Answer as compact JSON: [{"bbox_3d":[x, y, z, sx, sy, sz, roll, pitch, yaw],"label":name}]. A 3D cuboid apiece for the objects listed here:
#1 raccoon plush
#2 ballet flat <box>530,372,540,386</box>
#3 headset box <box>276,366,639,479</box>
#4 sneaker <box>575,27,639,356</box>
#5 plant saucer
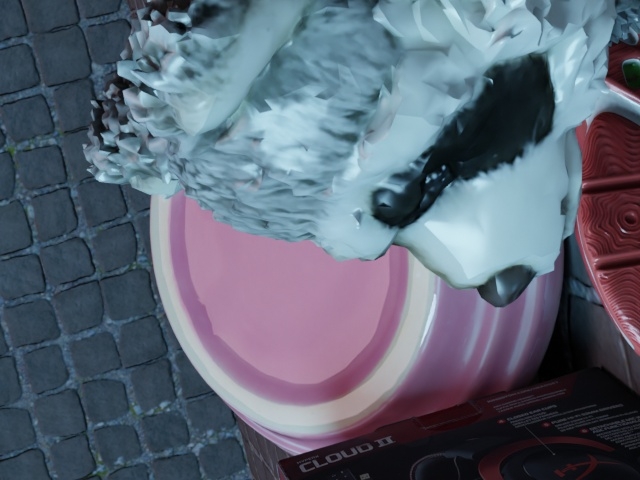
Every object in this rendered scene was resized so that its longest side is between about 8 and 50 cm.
[{"bbox_3d":[0.022,-0.197,0.538,0.216,0.299,0.446,100,151,-64],"label":"raccoon plush"},{"bbox_3d":[0.060,0.035,1.071,0.182,0.164,0.482,-47,64,50],"label":"ballet flat"},{"bbox_3d":[0.116,0.184,0.800,0.293,0.218,0.110,-137,35,-64],"label":"headset box"},{"bbox_3d":[0.151,-0.037,0.731,0.128,0.087,0.221,88,175,-74],"label":"sneaker"},{"bbox_3d":[0.000,0.000,0.972,0.332,0.084,0.332,8,103,40],"label":"plant saucer"}]
